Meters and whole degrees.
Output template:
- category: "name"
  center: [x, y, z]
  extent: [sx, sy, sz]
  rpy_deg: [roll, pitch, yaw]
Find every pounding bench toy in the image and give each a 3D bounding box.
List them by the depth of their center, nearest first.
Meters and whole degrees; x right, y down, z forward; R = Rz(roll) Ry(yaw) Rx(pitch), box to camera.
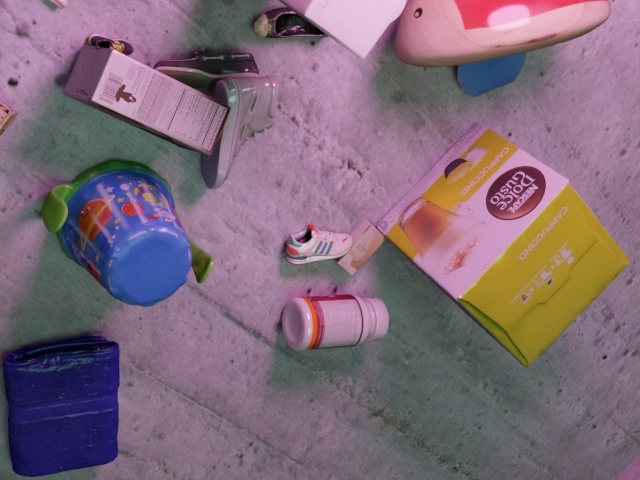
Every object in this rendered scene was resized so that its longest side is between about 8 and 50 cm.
- category: "pounding bench toy"
  center: [-0.561, -0.219, 1.747]
  extent: [0.065, 0.083, 0.052]
  rpy_deg: [38, 93, -8]

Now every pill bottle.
- category: "pill bottle"
  center: [0.035, 0.182, 2.293]
  extent: [0.221, 0.121, 0.121]
  rpy_deg: [-1, 118, -31]

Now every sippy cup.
- category: "sippy cup"
  center: [-0.349, 0.001, 1.890]
  extent: [0.305, 0.224, 0.240]
  rpy_deg: [-15, 125, -23]

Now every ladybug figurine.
- category: "ladybug figurine"
  center: [0.355, -0.454, 1.992]
  extent: [0.449, 0.305, 0.162]
  rpy_deg: [-15, 106, -12]

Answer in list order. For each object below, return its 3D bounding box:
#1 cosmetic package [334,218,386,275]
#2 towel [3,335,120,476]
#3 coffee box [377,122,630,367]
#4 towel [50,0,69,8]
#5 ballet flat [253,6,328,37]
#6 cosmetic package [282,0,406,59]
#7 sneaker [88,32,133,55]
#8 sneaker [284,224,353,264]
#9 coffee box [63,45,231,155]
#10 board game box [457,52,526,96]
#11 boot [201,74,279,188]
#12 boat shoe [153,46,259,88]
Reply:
- category: "cosmetic package"
  center: [0.085, 0.015, 2.273]
  extent: [0.115, 0.041, 0.060]
  rpy_deg: [-48, 130, 3]
- category: "towel"
  center: [-0.528, 0.339, 2.095]
  extent: [0.227, 0.076, 0.308]
  rpy_deg: [-5, 121, -20]
- category: "coffee box"
  center: [0.406, 0.009, 2.266]
  extent: [0.337, 0.334, 0.338]
  rpy_deg: [-46, 130, 2]
- category: "towel"
  center: [-0.416, -0.496, 1.676]
  extent: [0.197, 0.029, 0.144]
  rpy_deg: [-48, 129, 3]
- category: "ballet flat"
  center: [-0.045, -0.410, 1.932]
  extent: [0.173, 0.049, 0.057]
  rpy_deg: [-9, 121, -26]
- category: "cosmetic package"
  center: [-0.004, -0.474, 1.711]
  extent: [0.155, 0.365, 0.197]
  rpy_deg: [28, 101, -39]
- category: "sneaker"
  center: [-0.367, -0.339, 1.795]
  extent: [0.083, 0.035, 0.031]
  rpy_deg: [7, 115, -34]
- category: "sneaker"
  center: [0.000, 0.000, 2.203]
  extent: [0.161, 0.057, 0.075]
  rpy_deg: [-12, 129, -21]
- category: "coffee box"
  center: [-0.304, -0.246, 1.794]
  extent: [0.246, 0.141, 0.098]
  rpy_deg: [23, 89, -37]
- category: "board game box"
  center: [0.362, -0.388, 2.200]
  extent: [0.168, 0.033, 0.133]
  rpy_deg: [-23, 132, -11]
- category: "boot"
  center: [-0.148, -0.203, 1.941]
  extent: [0.123, 0.095, 0.258]
  rpy_deg: [-10, 143, -27]
- category: "boat shoe"
  center: [-0.213, -0.323, 1.894]
  extent: [0.206, 0.075, 0.065]
  rpy_deg: [0, 75, -24]
